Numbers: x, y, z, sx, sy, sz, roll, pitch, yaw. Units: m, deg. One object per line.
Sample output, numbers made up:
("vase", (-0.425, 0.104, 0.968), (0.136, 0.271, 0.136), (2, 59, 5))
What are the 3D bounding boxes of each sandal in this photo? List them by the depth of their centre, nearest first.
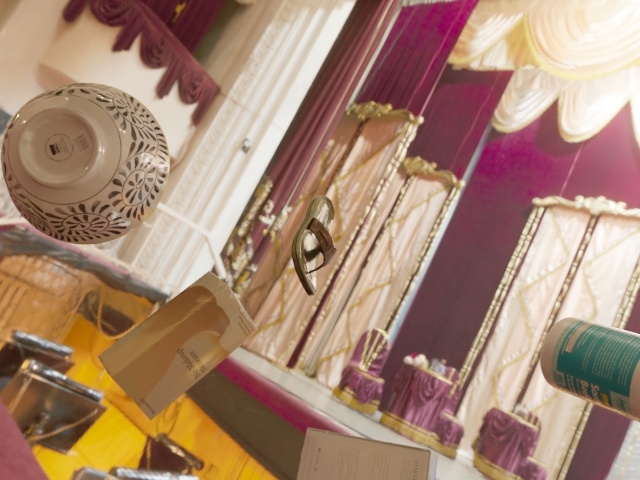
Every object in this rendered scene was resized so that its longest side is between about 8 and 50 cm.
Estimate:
("sandal", (0.000, -0.002, 1.441), (0.086, 0.302, 0.120), (-5, -42, 24))

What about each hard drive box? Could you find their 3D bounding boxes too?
("hard drive box", (0.077, 0.446, 1.025), (0.232, 0.181, 0.089), (4, -24, 22))

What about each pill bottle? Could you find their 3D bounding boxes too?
("pill bottle", (0.539, 0.234, 1.026), (0.146, 0.146, 0.264), (33, -10, -31))

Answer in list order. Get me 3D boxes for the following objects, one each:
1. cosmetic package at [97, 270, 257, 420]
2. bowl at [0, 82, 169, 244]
("cosmetic package", (-0.116, 0.086, 0.484), (0.041, 0.115, 0.060), (26, -30, 51))
("bowl", (-0.240, -0.082, 0.563), (0.170, 0.170, 0.080), (27, -4, -1))
